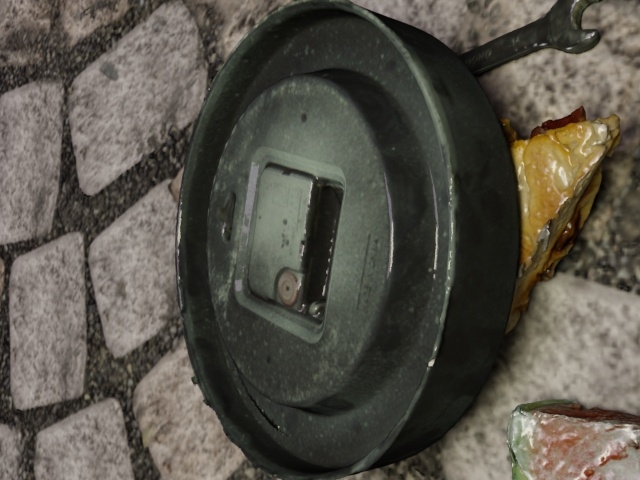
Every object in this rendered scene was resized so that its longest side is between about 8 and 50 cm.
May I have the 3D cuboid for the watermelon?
[{"bbox_3d":[0.209,0.177,0.622,0.139,0.071,0.187,-34,53,24],"label":"watermelon"}]

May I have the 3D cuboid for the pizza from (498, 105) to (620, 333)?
[{"bbox_3d":[0.151,-0.029,0.693,0.194,0.069,0.154,-42,55,39],"label":"pizza"}]

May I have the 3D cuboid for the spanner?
[{"bbox_3d":[0.118,-0.144,0.786,0.255,0.015,0.054,-18,71,37],"label":"spanner"}]

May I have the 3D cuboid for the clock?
[{"bbox_3d":[0.000,0.000,0.769,0.386,0.077,0.385,-6,82,53],"label":"clock"}]
